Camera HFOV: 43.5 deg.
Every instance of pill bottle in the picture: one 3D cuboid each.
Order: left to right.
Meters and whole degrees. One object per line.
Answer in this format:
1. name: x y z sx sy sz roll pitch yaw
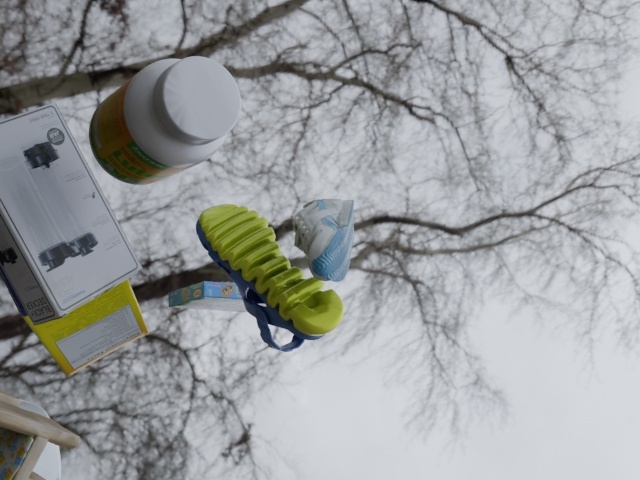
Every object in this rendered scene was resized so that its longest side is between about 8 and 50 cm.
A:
1. pill bottle: -0.201 -0.155 1.040 0.246 0.136 0.136 -10 -78 58

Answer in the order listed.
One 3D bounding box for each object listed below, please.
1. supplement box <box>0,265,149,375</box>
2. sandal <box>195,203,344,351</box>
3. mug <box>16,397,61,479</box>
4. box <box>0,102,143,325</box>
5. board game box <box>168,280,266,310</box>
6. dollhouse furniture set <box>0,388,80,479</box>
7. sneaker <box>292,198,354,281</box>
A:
1. supplement box: -0.490 0.090 1.581 0.195 0.194 0.356 55 -18 22
2. sandal: -0.104 0.068 1.326 0.317 0.126 0.138 48 -43 25
3. mug: -0.634 0.450 1.388 0.276 0.328 0.374 1 -84 53
4. box: -0.411 -0.039 1.195 0.087 0.169 0.290 -18 -77 43
5. board game box: -0.215 0.130 1.832 0.160 0.211 0.039 -19 -110 49
6. dollhouse furniture set: -0.418 0.327 0.793 0.394 0.362 0.256 14 -17 38
7. sneaker: 0.000 0.000 1.253 0.092 0.228 0.087 2 -69 7
